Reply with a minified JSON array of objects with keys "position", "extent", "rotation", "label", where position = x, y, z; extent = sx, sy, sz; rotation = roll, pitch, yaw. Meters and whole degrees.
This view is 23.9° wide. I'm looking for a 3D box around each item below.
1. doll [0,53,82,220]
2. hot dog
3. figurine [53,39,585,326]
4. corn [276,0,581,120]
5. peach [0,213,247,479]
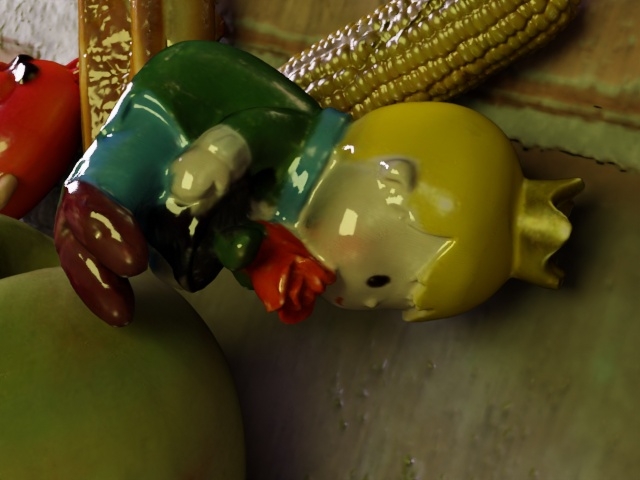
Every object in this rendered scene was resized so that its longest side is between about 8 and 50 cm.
[{"position":[-0.225,-0.041,0.982],"extent":[0.217,0.085,0.183],"rotation":[-46,28,12],"label":"doll"},{"position":[-0.104,-0.128,0.946],"extent":[0.104,0.076,0.250],"rotation":[-23,63,42],"label":"hot dog"},{"position":[0.003,-0.007,0.747],"extent":[0.234,0.185,0.127],"rotation":[28,130,4],"label":"figurine"},{"position":[0.048,-0.099,0.828],"extent":[0.207,0.068,0.068],"rotation":[-25,63,27],"label":"corn"},{"position":[-0.180,0.132,0.823],"extent":[0.292,0.247,0.292],"rotation":[5,103,24],"label":"peach"}]
